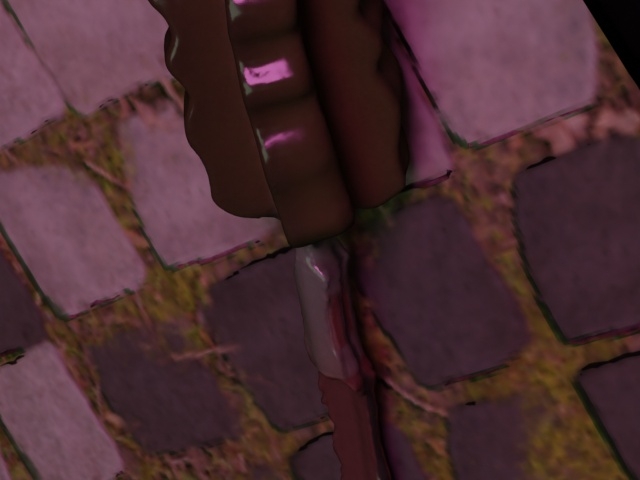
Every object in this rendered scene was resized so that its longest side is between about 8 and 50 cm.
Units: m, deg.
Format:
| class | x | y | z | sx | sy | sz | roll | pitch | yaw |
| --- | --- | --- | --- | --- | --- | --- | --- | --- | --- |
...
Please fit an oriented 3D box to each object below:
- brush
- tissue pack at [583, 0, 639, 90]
| class | x | y | z | sx | sy | sz | roll | pitch | yaw |
| --- | --- | --- | --- | --- | --- | --- | --- | --- | --- |
| brush | 0.000 | 0.000 | 0.619 | 0.084 | 0.071 | 0.301 | 22 | 137 | 43 |
| tissue pack | 0.110 | -0.187 | 0.334 | 0.210 | 0.198 | 0.370 | -28 | 98 | 39 |
